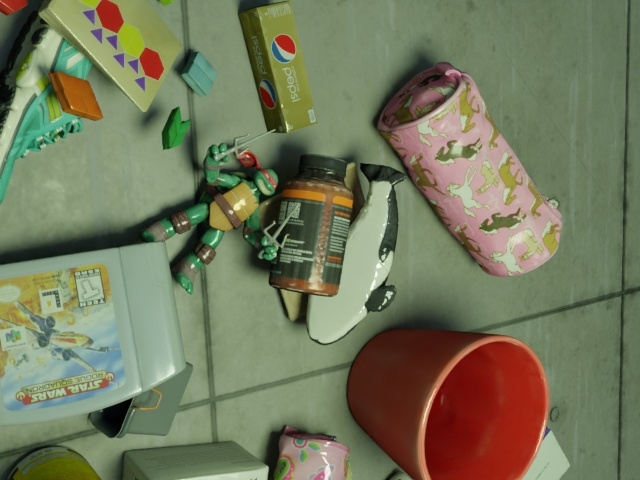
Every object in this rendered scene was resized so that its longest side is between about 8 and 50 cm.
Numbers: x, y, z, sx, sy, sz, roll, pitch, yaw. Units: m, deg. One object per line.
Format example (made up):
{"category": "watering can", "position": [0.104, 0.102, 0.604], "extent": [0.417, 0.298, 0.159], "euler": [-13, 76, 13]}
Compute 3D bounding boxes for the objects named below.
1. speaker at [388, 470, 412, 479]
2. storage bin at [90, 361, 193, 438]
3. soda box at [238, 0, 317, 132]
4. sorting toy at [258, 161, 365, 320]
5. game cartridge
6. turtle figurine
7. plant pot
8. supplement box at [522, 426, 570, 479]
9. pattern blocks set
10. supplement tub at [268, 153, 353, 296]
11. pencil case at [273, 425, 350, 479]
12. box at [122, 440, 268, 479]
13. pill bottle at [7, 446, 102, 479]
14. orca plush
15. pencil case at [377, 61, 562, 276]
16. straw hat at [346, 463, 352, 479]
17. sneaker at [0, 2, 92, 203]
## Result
{"category": "speaker", "position": [0.108, 0.470, 1.296], "extent": [0.136, 0.055, 0.055], "euler": [-36, 114, -24]}
{"category": "storage bin", "position": [-0.236, 0.207, 1.019], "extent": [0.091, 0.098, 0.135], "euler": [25, 82, -43]}
{"category": "soda box", "position": [-0.061, -0.252, 1.084], "extent": [0.058, 0.061, 0.181], "euler": [-22, 108, -29]}
{"category": "sorting toy", "position": [0.000, 0.000, 1.177], "extent": [0.193, 0.038, 0.208], "euler": [-26, 114, -28]}
{"category": "game cartridge", "position": [-0.323, 0.118, 0.912], "extent": [0.297, 0.062, 0.198], "euler": [-10, 82, -19]}
{"category": "turtle figurine", "position": [-0.127, -0.041, 1.038], "extent": [0.234, 0.118, 0.175], "euler": [-39, 101, -6]}
{"category": "plant pot", "position": [0.190, 0.263, 1.207], "extent": [0.274, 0.243, 0.275], "euler": [-4, 98, -32]}
{"category": "supplement box", "position": [0.306, 0.367, 1.312], "extent": [0.111, 0.220, 0.114], "euler": [-44, 119, -20]}
{"category": "pattern blocks set", "position": [-0.256, -0.265, 0.910], "extent": [0.325, 0.026, 0.285], "euler": [56, 40, -32]}
{"category": "supplement tub", "position": [-0.010, -0.022, 1.070], "extent": [0.106, 0.106, 0.198], "euler": [11, 87, -34]}
{"category": "pencil case", "position": [-0.035, 0.434, 1.130], "extent": [0.124, 0.124, 0.284], "euler": [23, 70, -33]}
{"category": "box", "position": [-0.185, 0.398, 1.056], "extent": [0.181, 0.119, 0.181], "euler": [4, 94, -34]}
{"category": "pill bottle", "position": [-0.311, 0.343, 0.909], "extent": [0.117, 0.215, 0.117], "euler": [-5, 98, -33]}
{"category": "orca plush", "position": [0.053, 0.022, 1.163], "extent": [0.151, 0.102, 0.287], "euler": [7, 87, 9]}
{"category": "pencil case", "position": [0.259, -0.112, 1.255], "extent": [0.386, 0.160, 0.167], "euler": [47, 63, -28]}
{"category": "straw hat", "position": [0.012, 0.423, 1.223], "extent": [0.144, 0.061, 0.145], "euler": [-5, 99, -32]}
{"category": "sneaker", "position": [-0.338, -0.157, 0.897], "extent": [0.110, 0.107, 0.275], "euler": [33, 78, -41]}
